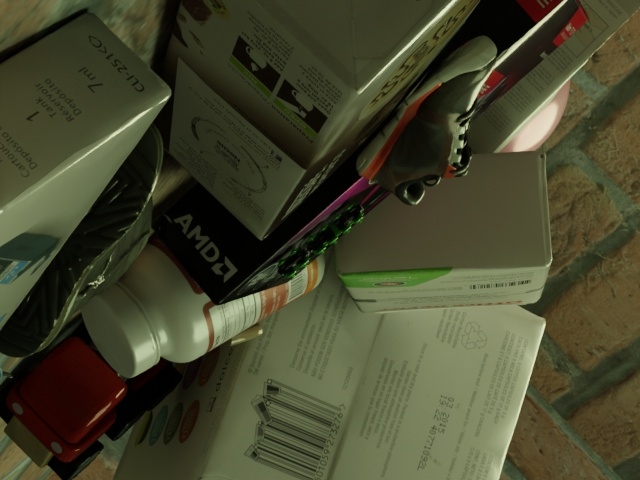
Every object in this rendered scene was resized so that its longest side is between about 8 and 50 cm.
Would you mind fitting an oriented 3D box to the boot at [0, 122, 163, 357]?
[{"bbox_3d":[-0.143,-0.018,0.990,0.189,0.076,0.208,-52,176,16],"label":"boot"}]

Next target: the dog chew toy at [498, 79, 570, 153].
[{"bbox_3d":[0.107,-0.135,1.598,0.332,0.206,0.206,-36,-178,37],"label":"dog chew toy"}]

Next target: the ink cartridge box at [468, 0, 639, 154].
[{"bbox_3d":[0.168,-0.210,1.395,0.224,0.181,0.056,-45,176,22],"label":"ink cartridge box"}]

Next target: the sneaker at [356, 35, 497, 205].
[{"bbox_3d":[0.086,-0.078,1.014,0.061,0.065,0.158,-46,179,-38],"label":"sneaker"}]

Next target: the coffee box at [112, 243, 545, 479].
[{"bbox_3d":[0.003,0.191,1.753,0.334,0.338,0.337,-21,-134,65],"label":"coffee box"}]

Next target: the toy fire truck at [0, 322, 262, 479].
[{"bbox_3d":[-0.196,0.128,1.557,0.217,0.158,0.246,-40,172,-45],"label":"toy fire truck"}]

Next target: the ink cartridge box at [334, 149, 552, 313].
[{"bbox_3d":[0.123,-0.002,1.475,0.198,0.114,0.273,-3,170,5],"label":"ink cartridge box"}]

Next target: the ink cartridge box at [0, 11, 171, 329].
[{"bbox_3d":[-0.231,0.041,0.738,0.261,0.066,0.296,-42,176,-47],"label":"ink cartridge box"}]

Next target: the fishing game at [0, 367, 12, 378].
[{"bbox_3d":[-0.349,0.178,1.312,0.189,0.041,0.264,-40,176,-14],"label":"fishing game"}]

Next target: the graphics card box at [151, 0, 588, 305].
[{"bbox_3d":[0.051,-0.103,1.218,0.371,0.094,0.233,-40,175,11],"label":"graphics card box"}]

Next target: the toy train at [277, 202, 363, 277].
[{"bbox_3d":[0.000,0.000,1.146,0.083,0.017,0.024,-39,-179,1],"label":"toy train"}]

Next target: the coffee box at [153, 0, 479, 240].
[{"bbox_3d":[0.001,-0.129,0.903,0.168,0.119,0.297,-46,178,-19],"label":"coffee box"}]

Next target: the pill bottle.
[{"bbox_3d":[-0.112,0.039,1.401,0.216,0.121,0.121,-29,170,-28],"label":"pill bottle"}]
